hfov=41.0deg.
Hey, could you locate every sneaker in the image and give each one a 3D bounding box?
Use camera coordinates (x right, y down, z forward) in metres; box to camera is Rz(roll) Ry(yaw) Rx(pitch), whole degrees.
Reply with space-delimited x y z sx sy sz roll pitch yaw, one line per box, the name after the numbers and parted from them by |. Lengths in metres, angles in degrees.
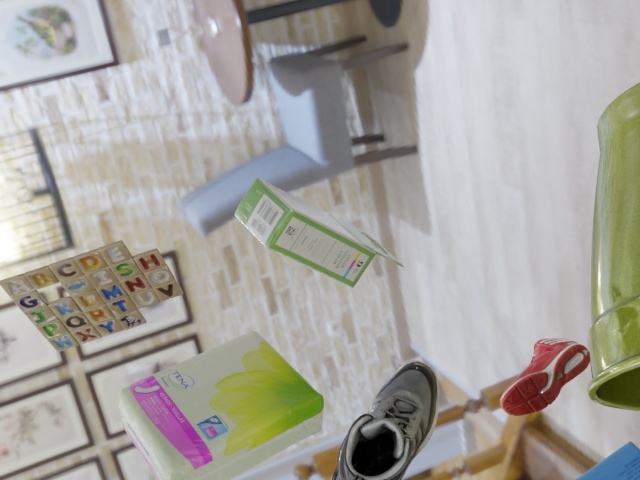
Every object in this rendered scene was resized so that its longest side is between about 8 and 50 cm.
0.102 0.260 1.182 0.101 0.268 0.153 27 149 12 | sneaker
0.477 0.294 1.873 0.087 0.221 0.128 58 179 -10 | sneaker

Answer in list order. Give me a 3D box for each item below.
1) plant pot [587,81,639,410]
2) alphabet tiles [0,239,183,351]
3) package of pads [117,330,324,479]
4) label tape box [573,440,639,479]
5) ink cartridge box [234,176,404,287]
0.475 -0.010 1.012 0.366 0.367 0.352 112 157 -65 | plant pot
-0.348 0.087 1.348 0.198 0.237 0.009 70 -178 -49 | alphabet tiles
-0.175 0.292 1.473 0.229 0.297 0.101 39 141 44 | package of pads
0.514 0.556 1.548 0.115 0.249 0.347 47 165 50 | label tape box
0.000 0.000 1.136 0.062 0.209 0.109 -58 37 9 | ink cartridge box
